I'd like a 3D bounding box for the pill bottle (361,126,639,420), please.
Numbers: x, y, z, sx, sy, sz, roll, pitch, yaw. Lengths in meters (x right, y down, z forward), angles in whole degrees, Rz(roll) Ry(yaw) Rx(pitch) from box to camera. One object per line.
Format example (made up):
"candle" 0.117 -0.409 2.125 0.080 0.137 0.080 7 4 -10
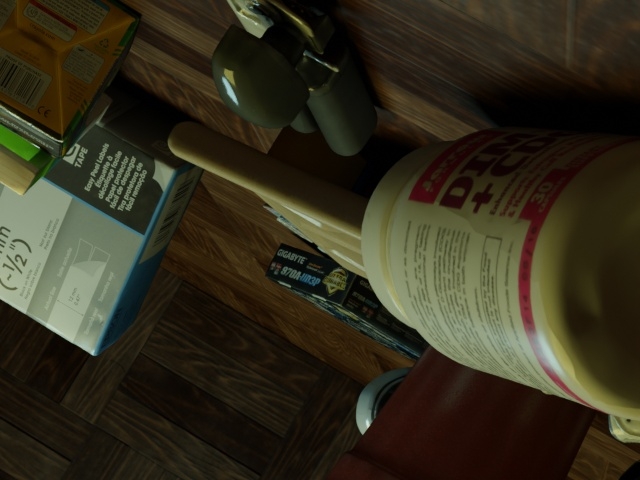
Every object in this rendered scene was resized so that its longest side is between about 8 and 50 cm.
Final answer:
"pill bottle" 0.140 0.011 1.209 0.160 0.160 0.283 34 172 -22

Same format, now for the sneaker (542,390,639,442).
"sneaker" 0.281 0.107 1.401 0.297 0.129 0.111 25 168 35

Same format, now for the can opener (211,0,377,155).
"can opener" -0.026 -0.106 1.357 0.076 0.095 0.283 30 172 16

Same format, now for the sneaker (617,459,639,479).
"sneaker" 0.416 0.333 2.412 0.148 0.131 0.350 38 167 -1

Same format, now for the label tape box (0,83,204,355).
"label tape box" -0.322 -0.073 2.112 0.348 0.249 0.115 29 -153 7

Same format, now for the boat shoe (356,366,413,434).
"boat shoe" 0.190 0.225 2.412 0.306 0.113 0.105 16 172 -32

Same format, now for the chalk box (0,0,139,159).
"chalk box" -0.252 -0.163 1.753 0.132 0.132 0.213 31 174 -7

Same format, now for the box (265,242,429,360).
"box" 0.063 0.085 2.370 0.220 0.051 0.175 32 173 -33

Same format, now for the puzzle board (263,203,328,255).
"puzzle board" 0.000 0.000 2.263 0.128 0.011 0.096 35 171 -25

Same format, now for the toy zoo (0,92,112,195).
"toy zoo" -0.315 -0.151 1.904 0.192 0.030 0.293 33 -157 -3

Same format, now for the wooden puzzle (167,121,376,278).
"wooden puzzle" 0.078 -0.004 1.714 0.322 0.080 0.348 26 175 40

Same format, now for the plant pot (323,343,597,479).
"plant pot" 0.167 0.246 2.230 0.272 0.265 0.272 31 172 5
